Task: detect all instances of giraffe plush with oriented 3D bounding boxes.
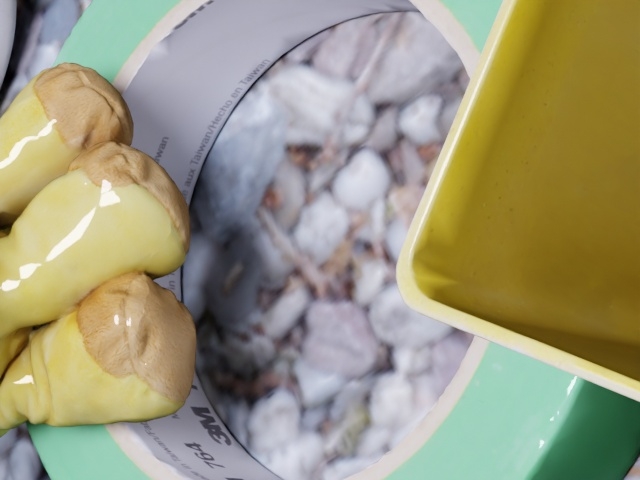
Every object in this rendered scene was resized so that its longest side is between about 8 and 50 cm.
[{"bbox_3d":[-0.178,0.021,0.712,0.210,0.170,0.181,-44,59,23],"label":"giraffe plush"}]

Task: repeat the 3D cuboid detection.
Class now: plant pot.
[{"bbox_3d":[0.187,-0.029,0.486,0.212,0.187,0.212,22,89,43],"label":"plant pot"}]

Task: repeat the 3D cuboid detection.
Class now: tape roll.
[{"bbox_3d":[0.000,0.000,0.737,0.321,0.077,0.321,-8,77,37],"label":"tape roll"}]

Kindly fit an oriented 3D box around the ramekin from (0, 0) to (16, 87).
[{"bbox_3d":[-0.270,-0.104,0.852,0.127,0.273,0.272,30,101,24],"label":"ramekin"}]
